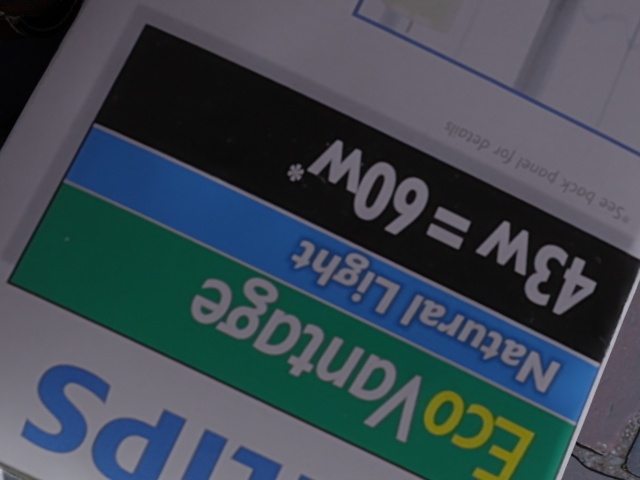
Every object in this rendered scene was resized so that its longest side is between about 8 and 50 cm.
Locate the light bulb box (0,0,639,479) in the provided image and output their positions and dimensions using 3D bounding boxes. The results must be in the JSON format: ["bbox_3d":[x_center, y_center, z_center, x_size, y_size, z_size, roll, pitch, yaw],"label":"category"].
[{"bbox_3d":[0.000,0.000,0.777,0.358,0.225,0.361,113,2,-70],"label":"light bulb box"}]

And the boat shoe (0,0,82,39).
[{"bbox_3d":[-0.111,-0.114,0.643,0.207,0.073,0.073,55,56,-79],"label":"boat shoe"}]
